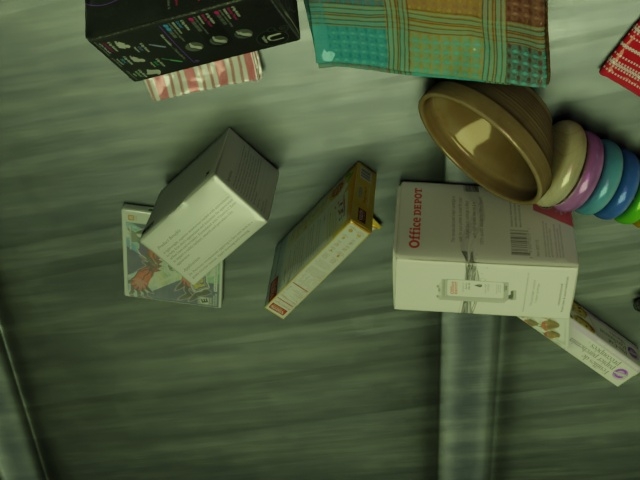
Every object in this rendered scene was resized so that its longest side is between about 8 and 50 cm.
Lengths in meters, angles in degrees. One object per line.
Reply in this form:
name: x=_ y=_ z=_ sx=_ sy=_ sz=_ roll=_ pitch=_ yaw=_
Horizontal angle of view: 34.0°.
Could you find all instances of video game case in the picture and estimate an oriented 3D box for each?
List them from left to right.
video game case: x=-0.265 y=0.030 z=1.885 sx=0.183 sy=0.023 sz=0.201 roll=7 pitch=127 yaw=2

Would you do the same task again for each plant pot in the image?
plant pot: x=0.271 y=-0.172 z=1.581 sx=0.110 sy=0.237 sz=0.237 roll=-46 pitch=116 yaw=-11

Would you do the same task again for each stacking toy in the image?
stacking toy: x=0.500 y=-0.075 z=1.659 sx=0.330 sy=0.141 sz=0.141 roll=18 pitch=127 yaw=-15

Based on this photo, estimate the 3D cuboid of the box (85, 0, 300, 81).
box: x=-0.180 y=-0.351 z=1.474 sx=0.270 sy=0.165 sz=0.143 roll=-11 pitch=161 yaw=16

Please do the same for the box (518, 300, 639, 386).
box: x=0.434 y=0.145 z=1.858 sx=0.324 sy=0.067 sz=0.063 roll=35 pitch=123 yaw=-17

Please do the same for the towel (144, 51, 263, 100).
towel: x=-0.199 y=-0.296 z=1.628 sx=0.197 sy=0.029 sz=0.144 roll=-10 pitch=124 yaw=14

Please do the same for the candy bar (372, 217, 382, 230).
candy bar: x=0.036 y=0.002 z=1.830 sx=0.161 sy=0.018 sz=0.040 roll=-34 pitch=116 yaw=27

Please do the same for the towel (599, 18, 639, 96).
towel: x=0.571 y=-0.301 z=1.529 sx=0.199 sy=0.031 sz=0.275 roll=28 pitch=125 yaw=-13

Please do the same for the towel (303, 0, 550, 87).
towel: x=0.133 y=-0.342 z=1.452 sx=0.370 sy=0.040 sz=0.271 roll=11 pitch=136 yaw=26

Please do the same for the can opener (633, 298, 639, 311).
can opener: x=0.642 y=0.116 z=1.825 sx=0.186 sy=0.073 sz=0.059 roll=-1 pitch=165 yaw=12

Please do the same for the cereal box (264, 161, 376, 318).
cereal box: x=0.000 y=0.000 z=1.736 sx=0.047 sy=0.173 sz=0.240 roll=33 pitch=125 yaw=-18

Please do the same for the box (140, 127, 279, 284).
box: x=-0.177 y=-0.057 z=1.697 sx=0.181 sy=0.182 sz=0.119 roll=-39 pitch=111 yaw=24

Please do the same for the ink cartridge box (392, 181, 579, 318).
ink cartridge box: x=0.261 y=0.012 z=1.690 sx=0.283 sy=0.207 sz=0.117 roll=3 pitch=129 yaw=5
